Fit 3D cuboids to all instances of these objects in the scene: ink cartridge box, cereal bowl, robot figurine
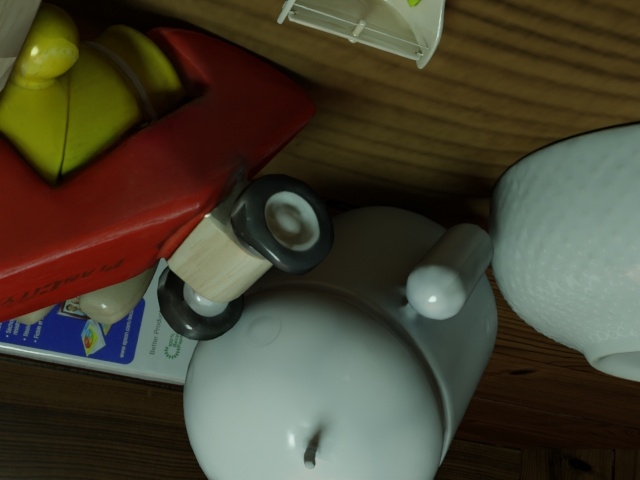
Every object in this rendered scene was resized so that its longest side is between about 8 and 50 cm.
[{"bbox_3d":[-0.302,0.035,0.854,0.371,0.175,0.069,14,162,-18],"label":"ink cartridge box"},{"bbox_3d":[0.300,0.037,0.647,0.339,0.141,0.339,9,162,3],"label":"cereal bowl"},{"bbox_3d":[0.025,0.097,0.654,0.200,0.353,0.300,41,124,5],"label":"robot figurine"}]

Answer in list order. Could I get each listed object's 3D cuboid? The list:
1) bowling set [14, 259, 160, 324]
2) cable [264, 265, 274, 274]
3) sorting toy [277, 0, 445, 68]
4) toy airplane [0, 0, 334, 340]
[{"bbox_3d":[-0.193,-0.037,0.695,0.287,0.154,0.199,0,137,29],"label":"bowling set"},{"bbox_3d":[-0.034,0.075,1.009,0.140,0.072,0.287,-3,166,-25],"label":"cable"},{"bbox_3d":[0.031,-0.133,0.400,0.083,0.044,0.075,14,155,-16],"label":"sorting toy"},{"bbox_3d":[-0.208,-0.041,0.414,0.386,0.272,0.384,-27,171,5],"label":"toy airplane"}]
